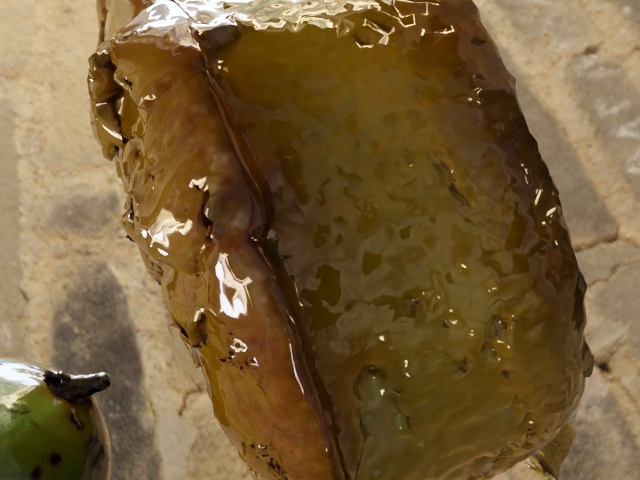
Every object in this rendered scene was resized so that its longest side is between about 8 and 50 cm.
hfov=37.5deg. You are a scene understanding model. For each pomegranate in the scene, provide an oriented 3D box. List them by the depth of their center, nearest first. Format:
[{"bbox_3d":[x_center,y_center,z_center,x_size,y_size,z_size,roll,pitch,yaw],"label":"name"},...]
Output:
[{"bbox_3d":[-0.229,0.180,0.673,0.156,0.220,0.156,15,-152,-9],"label":"pomegranate"}]

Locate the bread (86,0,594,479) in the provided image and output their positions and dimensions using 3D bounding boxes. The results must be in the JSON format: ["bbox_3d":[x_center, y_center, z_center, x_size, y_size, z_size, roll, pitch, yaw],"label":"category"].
[{"bbox_3d":[0.000,0.000,0.578,0.215,0.398,0.398,-22,-122,-6],"label":"bread"}]

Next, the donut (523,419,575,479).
[{"bbox_3d":[0.204,0.190,1.073,0.146,0.181,0.078,43,-97,-19],"label":"donut"}]
